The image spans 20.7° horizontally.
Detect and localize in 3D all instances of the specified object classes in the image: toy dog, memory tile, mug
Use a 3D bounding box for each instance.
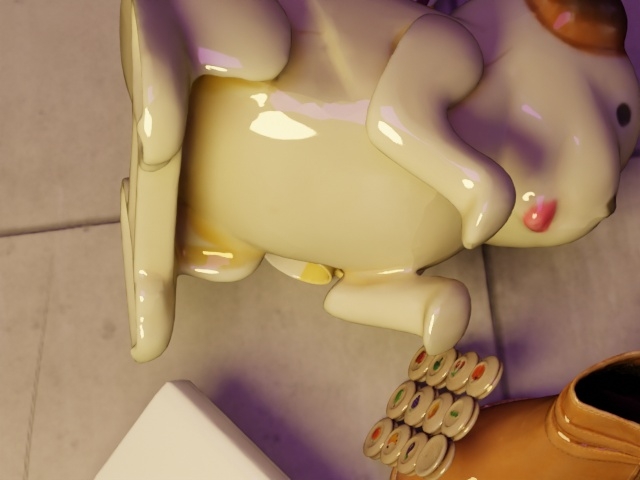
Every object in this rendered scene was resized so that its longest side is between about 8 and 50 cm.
[{"bbox_3d":[0.049,-0.087,1.372,0.408,0.284,0.395,0,35,-9],"label":"toy dog"},{"bbox_3d":[0.086,0.133,1.387,0.012,0.148,0.113,35,80,-19],"label":"memory tile"},{"bbox_3d":[-0.004,-0.001,1.480,0.062,0.078,0.064,4,62,40],"label":"mug"}]

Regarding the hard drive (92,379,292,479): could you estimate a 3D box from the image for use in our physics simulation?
[{"bbox_3d":[-0.054,0.309,1.337,0.353,0.047,0.233,42,106,19],"label":"hard drive"}]

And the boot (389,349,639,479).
[{"bbox_3d":[0.187,0.151,1.324,0.283,0.220,0.109,-6,74,4],"label":"boot"}]

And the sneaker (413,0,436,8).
[{"bbox_3d":[0.074,-0.221,1.512,0.069,0.084,0.185,22,77,11],"label":"sneaker"}]
